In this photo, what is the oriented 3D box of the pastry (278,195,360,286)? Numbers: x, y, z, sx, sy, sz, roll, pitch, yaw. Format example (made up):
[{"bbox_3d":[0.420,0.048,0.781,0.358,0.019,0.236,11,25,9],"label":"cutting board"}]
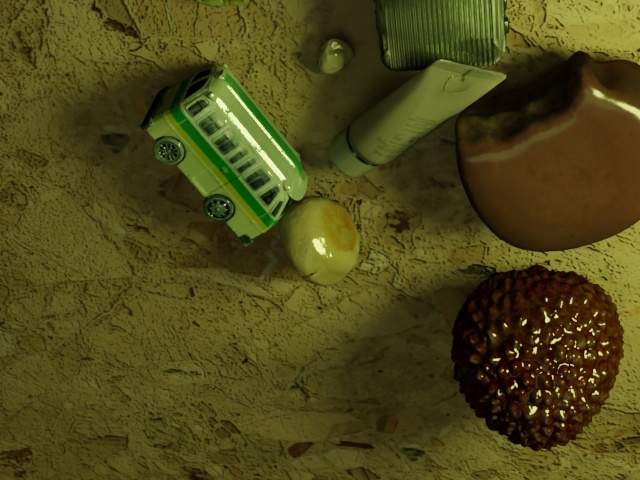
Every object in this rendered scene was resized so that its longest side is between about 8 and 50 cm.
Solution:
[{"bbox_3d":[0.000,0.000,2.059,0.092,0.156,0.156,-30,116,37],"label":"pastry"}]

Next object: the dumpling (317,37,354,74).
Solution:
[{"bbox_3d":[0.024,-0.287,1.922,0.059,0.043,0.077,0,124,-18],"label":"dumpling"}]

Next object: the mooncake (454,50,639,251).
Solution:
[{"bbox_3d":[0.366,-0.141,1.883,0.333,0.174,0.326,22,127,-8],"label":"mooncake"}]

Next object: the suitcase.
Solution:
[{"bbox_3d":[0.168,-0.398,1.764,0.202,0.128,0.312,-2,125,8],"label":"suitcase"}]

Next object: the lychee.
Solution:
[{"bbox_3d":[0.361,0.185,2.034,0.306,0.330,0.306,0,153,0],"label":"lychee"}]

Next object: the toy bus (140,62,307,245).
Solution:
[{"bbox_3d":[-0.144,-0.143,1.991,0.164,0.134,0.276,-29,116,26],"label":"toy bus"}]

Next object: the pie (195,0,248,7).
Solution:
[{"bbox_3d":[-0.155,-0.439,1.843,0.186,0.041,0.187,4,125,6],"label":"pie"}]

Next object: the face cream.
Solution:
[{"bbox_3d":[0.135,-0.192,1.891,0.143,0.089,0.314,8,155,-36],"label":"face cream"}]
